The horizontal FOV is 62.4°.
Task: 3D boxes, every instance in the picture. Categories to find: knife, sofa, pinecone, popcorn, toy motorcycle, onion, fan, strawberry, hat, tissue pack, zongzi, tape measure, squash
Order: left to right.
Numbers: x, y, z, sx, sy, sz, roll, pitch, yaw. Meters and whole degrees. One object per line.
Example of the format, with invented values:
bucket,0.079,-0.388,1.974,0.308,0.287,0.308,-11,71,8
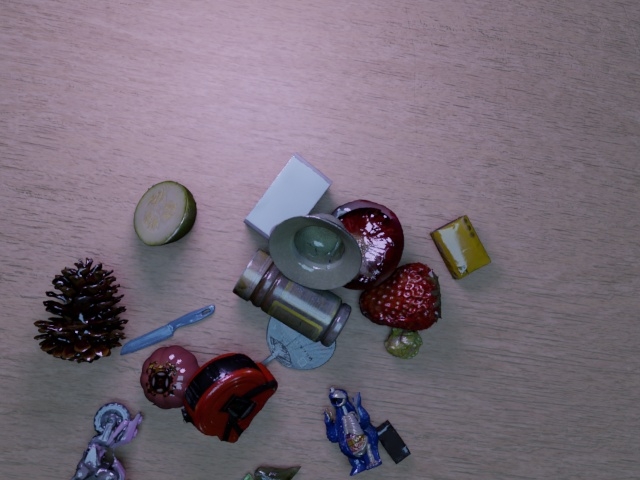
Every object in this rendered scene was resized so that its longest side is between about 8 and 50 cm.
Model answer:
pinecone,-0.655,0.192,1.455,0.246,0.246,0.292,1,88,-5
toy motorcycle,-0.601,0.642,1.514,0.188,0.143,0.327,22,73,-13
squash,-0.441,-0.082,1.458,0.189,0.260,0.189,0,93,-4
knife,-0.457,0.269,1.580,0.313,0.019,0.044,-24,95,-2
tape measure,-0.262,0.442,1.485,0.253,0.260,0.114,-51,50,0
zongzi,-0.132,0.695,1.592,0.104,0.052,0.113,41,74,2
tissue pack,-0.095,-0.110,1.537,0.136,0.159,0.246,38,87,-5
fan,-0.074,0.329,1.613,0.223,0.012,0.294,25,88,-5
hat,0.000,0.000,1.431,0.257,0.130,0.257,10,131,12
onion,0.125,0.021,1.561,0.272,0.195,0.272,-10,64,21
sofa,0.220,0.619,1.622,0.060,0.039,0.118,-35,92,-5
strawberry,0.233,0.175,1.562,0.244,0.205,0.205,-11,91,15
popcorn,0.253,0.313,1.605,0.109,0.089,0.097,-33,128,5
tissue pack,0.426,0.021,1.616,0.120,0.082,0.169,-28,92,-3

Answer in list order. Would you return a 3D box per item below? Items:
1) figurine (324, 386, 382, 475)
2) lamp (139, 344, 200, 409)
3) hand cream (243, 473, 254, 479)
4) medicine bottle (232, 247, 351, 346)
figurine,0.098,0.561,1.581,0.164,0.121,0.262,-18,83,34
lamp,-0.428,0.393,1.527,0.182,0.140,0.182,-2,82,12
hand cream,-0.179,0.793,1.588,0.175,0.046,0.095,39,88,3
medicine bottle,-0.080,0.169,1.533,0.322,0.151,0.151,31,88,-1
